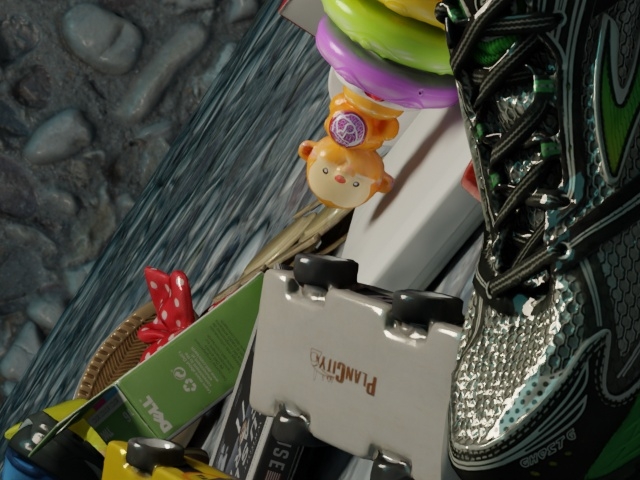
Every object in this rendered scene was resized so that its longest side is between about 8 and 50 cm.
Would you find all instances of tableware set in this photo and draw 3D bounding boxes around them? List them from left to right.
[{"bbox_3d":[0.000,0.000,1.589,0.128,0.039,0.194,-47,8,-32],"label":"tableware set"}]

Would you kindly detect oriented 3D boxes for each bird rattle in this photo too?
[{"bbox_3d":[-0.145,0.149,1.759,0.253,0.143,0.207,-45,23,5],"label":"bird rattle"}]

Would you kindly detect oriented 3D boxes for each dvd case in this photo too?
[{"bbox_3d":[-0.040,0.127,1.321,0.239,0.029,0.179,-106,34,-77],"label":"dvd case"}]

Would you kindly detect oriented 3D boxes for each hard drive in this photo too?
[{"bbox_3d":[0.110,-0.083,1.290,0.307,0.040,0.203,-53,11,33],"label":"hard drive"}]

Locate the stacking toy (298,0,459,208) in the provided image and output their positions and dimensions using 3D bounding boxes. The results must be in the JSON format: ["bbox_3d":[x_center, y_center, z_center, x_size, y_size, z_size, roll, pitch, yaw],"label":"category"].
[{"bbox_3d":[0.057,-0.148,1.271,0.166,0.175,0.302,-73,7,-65],"label":"stacking toy"}]

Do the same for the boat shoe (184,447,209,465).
[{"bbox_3d":[-0.138,0.228,1.557,0.178,0.064,0.060,-47,48,32],"label":"boat shoe"}]

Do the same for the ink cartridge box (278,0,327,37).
[{"bbox_3d":[0.070,-0.257,1.760,0.176,0.128,0.127,-64,11,-25],"label":"ink cartridge box"}]

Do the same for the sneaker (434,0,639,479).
[{"bbox_3d":[0.095,-0.053,0.812,0.134,0.146,0.344,-18,53,47],"label":"sneaker"}]

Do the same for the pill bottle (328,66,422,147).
[{"bbox_3d":[0.073,-0.166,1.496,0.119,0.119,0.208,-52,12,35],"label":"pill bottle"}]

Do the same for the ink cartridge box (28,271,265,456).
[{"bbox_3d":[-0.118,0.117,1.534,0.209,0.062,0.109,-37,-1,-27],"label":"ink cartridge box"}]

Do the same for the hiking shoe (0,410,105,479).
[{"bbox_3d":[-0.242,0.265,1.652,0.132,0.113,0.304,-48,-18,-37],"label":"hiking shoe"}]

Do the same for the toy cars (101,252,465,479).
[{"bbox_3d":[-0.008,0.123,1.095,0.394,0.087,0.176,-47,50,44],"label":"toy cars"}]

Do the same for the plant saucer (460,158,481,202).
[{"bbox_3d":[0.178,-0.108,1.003,0.258,0.047,0.259,-58,10,6],"label":"plant saucer"}]

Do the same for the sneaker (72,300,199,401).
[{"bbox_3d":[-0.212,0.181,1.924,0.282,0.099,0.153,-63,12,-6],"label":"sneaker"}]

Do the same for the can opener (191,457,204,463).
[{"bbox_3d":[-0.099,0.197,1.316,0.059,0.073,0.186,-38,-21,-35],"label":"can opener"}]
